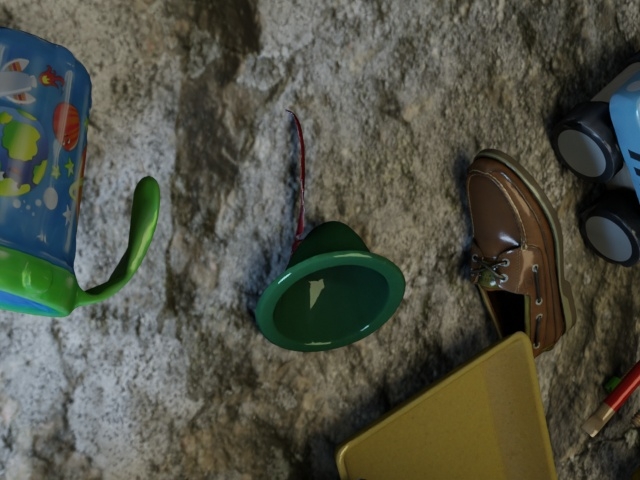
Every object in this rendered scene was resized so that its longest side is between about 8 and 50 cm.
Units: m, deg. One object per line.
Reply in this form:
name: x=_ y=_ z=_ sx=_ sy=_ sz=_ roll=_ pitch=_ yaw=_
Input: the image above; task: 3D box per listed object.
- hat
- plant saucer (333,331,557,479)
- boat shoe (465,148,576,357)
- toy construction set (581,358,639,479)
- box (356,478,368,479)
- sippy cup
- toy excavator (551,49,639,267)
hat: x=0.000 y=0.000 z=1.334 sx=0.173 sy=0.184 sz=0.208 roll=13 pitch=133 yaw=-31
plant saucer: x=0.160 y=0.322 z=1.477 sx=0.332 sy=0.081 sz=0.333 roll=-28 pitch=115 yaw=-30
boat shoe: x=0.252 y=0.030 z=1.470 sx=0.104 sy=0.110 sz=0.307 roll=-40 pitch=120 yaw=-25
toy construction set: x=0.491 y=0.356 z=1.667 sx=0.309 sy=0.257 sz=0.237 roll=45 pitch=84 yaw=-12
box: x=0.281 y=0.529 z=1.247 sx=0.471 sy=0.479 sz=0.297 roll=35 pitch=76 yaw=-40
sippy cup: x=-0.305 y=-0.068 z=0.985 sx=0.305 sy=0.240 sz=0.224 roll=32 pitch=67 yaw=-61
toy excavator: x=0.524 y=-0.159 z=1.424 sx=0.222 sy=0.445 sz=0.433 roll=-39 pitch=120 yaw=-25
